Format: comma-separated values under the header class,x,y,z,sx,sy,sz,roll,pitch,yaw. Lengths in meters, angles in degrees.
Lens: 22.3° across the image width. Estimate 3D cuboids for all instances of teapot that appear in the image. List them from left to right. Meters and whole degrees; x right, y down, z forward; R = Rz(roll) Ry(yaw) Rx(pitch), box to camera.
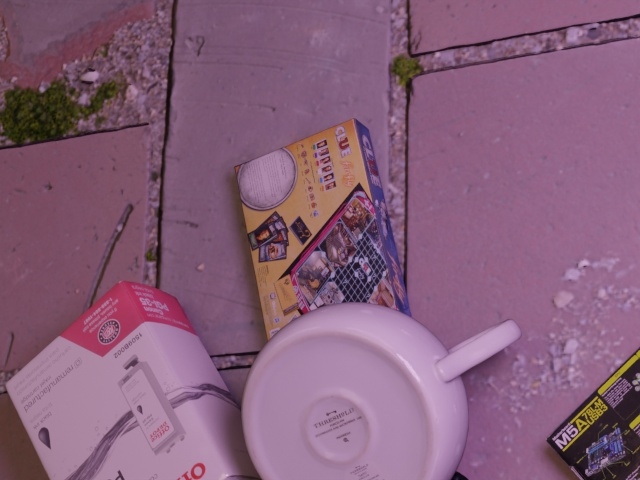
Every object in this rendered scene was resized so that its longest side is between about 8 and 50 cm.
class,x,y,z,sx,sy,sz,roll,pitch,yaw
teapot,0.055,0.169,1.695,0.256,0.187,0.253,18,107,19

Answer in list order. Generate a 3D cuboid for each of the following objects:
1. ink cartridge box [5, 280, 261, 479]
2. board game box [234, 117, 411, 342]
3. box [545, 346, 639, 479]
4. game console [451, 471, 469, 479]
class,x,y,z,sx,sy,sz,roll,pitch,yaw
ink cartridge box,-0.204,0.221,1.843,0.207,0.117,0.283,-41,60,14
board game box,0.000,0.000,1.859,0.165,0.042,0.243,-20,65,21
box,0.352,0.201,1.611,0.191,0.045,0.184,-46,57,8
game console,0.043,0.398,1.708,0.361,0.044,0.213,-42,61,10
